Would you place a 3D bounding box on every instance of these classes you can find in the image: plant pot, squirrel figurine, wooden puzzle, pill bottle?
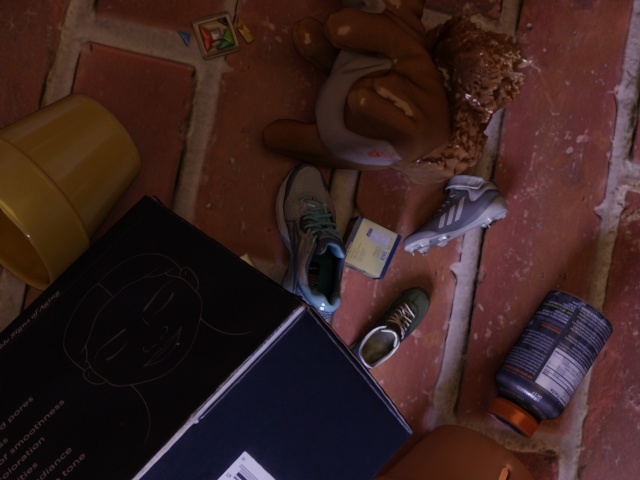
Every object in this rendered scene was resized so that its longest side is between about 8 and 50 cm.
[{"bbox_3d":[-0.412,-0.091,1.487,0.254,0.254,0.239,47,63,-5],"label":"plant pot"},{"bbox_3d":[0.142,-0.305,1.632,0.397,0.281,0.371,17,72,-25],"label":"squirrel figurine"},{"bbox_3d":[0.218,0.439,1.573,0.291,0.291,0.203,43,62,-6],"label":"plant pot"},{"bbox_3d":[-0.177,-0.351,1.659,0.116,0.014,0.079,-26,92,-12],"label":"wooden puzzle"},{"bbox_3d":[0.388,0.218,1.683,0.130,0.130,0.246,37,80,-7],"label":"pill bottle"}]

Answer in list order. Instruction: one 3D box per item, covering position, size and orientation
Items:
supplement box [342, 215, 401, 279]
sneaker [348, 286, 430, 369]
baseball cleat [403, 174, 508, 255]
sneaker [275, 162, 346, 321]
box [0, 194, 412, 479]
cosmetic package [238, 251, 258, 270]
[{"bbox_3d":[0.080,0.013,1.667,0.083,0.056,0.083,26,81,-9],"label":"supplement box"},{"bbox_3d":[0.124,0.154,1.652,0.192,0.086,0.064,-43,95,-12],"label":"sneaker"},{"bbox_3d":[0.223,-0.050,1.706,0.205,0.072,0.109,-20,77,-17],"label":"baseball cleat"},{"bbox_3d":[0.000,0.000,1.597,0.110,0.122,0.283,4,72,-26],"label":"sneaker"},{"bbox_3d":[-0.229,0.248,1.296,0.480,0.471,0.297,-45,127,-11],"label":"box"},{"bbox_3d":[-0.114,0.079,1.621,0.041,0.060,0.115,-31,91,-14],"label":"cosmetic package"}]
